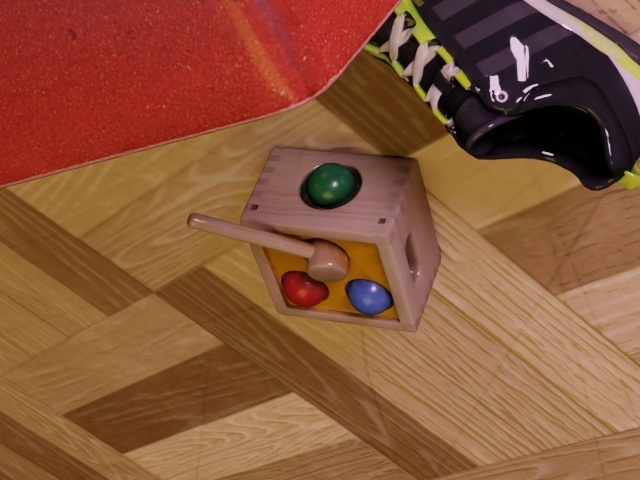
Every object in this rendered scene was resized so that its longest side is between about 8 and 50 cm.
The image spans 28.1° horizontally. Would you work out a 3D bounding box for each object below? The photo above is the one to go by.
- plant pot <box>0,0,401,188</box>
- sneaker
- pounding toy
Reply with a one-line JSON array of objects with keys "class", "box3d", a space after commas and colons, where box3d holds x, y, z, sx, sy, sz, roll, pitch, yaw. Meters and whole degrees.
[{"class": "plant pot", "box3d": [-0.099, -0.200, 0.571, 0.267, 0.267, 0.235, -10, 121, 38]}, {"class": "sneaker", "box3d": [0.088, -0.100, 0.717, 0.235, 0.097, 0.084, 23, 145, 0]}, {"class": "pounding toy", "box3d": [0.000, 0.000, 0.900, 0.130, 0.100, 0.141, 6, 143, 22]}]
